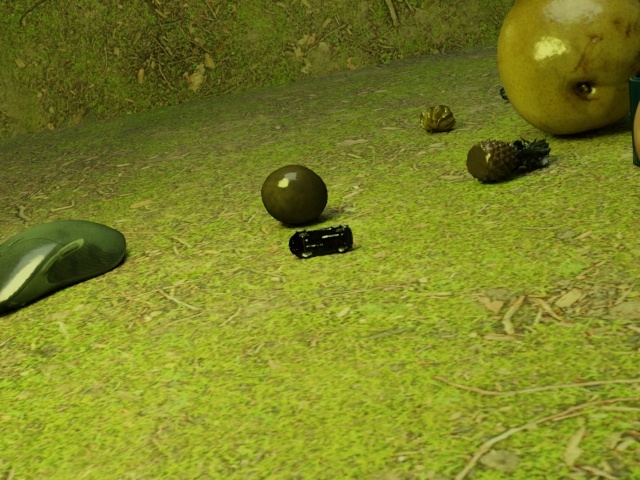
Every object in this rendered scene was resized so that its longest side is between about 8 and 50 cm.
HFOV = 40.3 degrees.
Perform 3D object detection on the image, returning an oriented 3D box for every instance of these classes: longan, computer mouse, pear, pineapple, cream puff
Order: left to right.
[{"bbox_3d":[-0.459,0.042,1.325,0.167,0.090,0.379,1,22,37],"label":"computer mouse"},{"bbox_3d":[-0.039,-0.070,1.417,0.106,0.106,0.119,-5,-24,20],"label":"longan"},{"bbox_3d":[0.258,-0.264,1.921,0.083,0.083,0.058,15,74,35],"label":"cream puff"},{"bbox_3d":[0.321,-0.142,1.463,0.159,0.074,0.074,-12,15,-31],"label":"pineapple"},{"bbox_3d":[0.481,-0.349,1.632,0.315,0.314,0.314,-10,17,3],"label":"pear"}]

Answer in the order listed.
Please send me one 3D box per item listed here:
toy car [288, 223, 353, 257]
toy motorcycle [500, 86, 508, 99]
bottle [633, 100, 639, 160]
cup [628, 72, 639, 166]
[{"bbox_3d":[0.000,0.000,1.239,0.093,0.041,0.025,-7,14,8],"label":"toy car"},{"bbox_3d":[0.573,-0.387,2.029,0.315,0.113,0.169,-8,24,43],"label":"toy motorcycle"},{"bbox_3d":[0.577,-0.141,1.147,0.297,0.173,0.206,3,-9,45],"label":"bottle"},{"bbox_3d":[0.555,-0.198,1.361,0.150,0.138,0.113,-18,18,-21],"label":"cup"}]
